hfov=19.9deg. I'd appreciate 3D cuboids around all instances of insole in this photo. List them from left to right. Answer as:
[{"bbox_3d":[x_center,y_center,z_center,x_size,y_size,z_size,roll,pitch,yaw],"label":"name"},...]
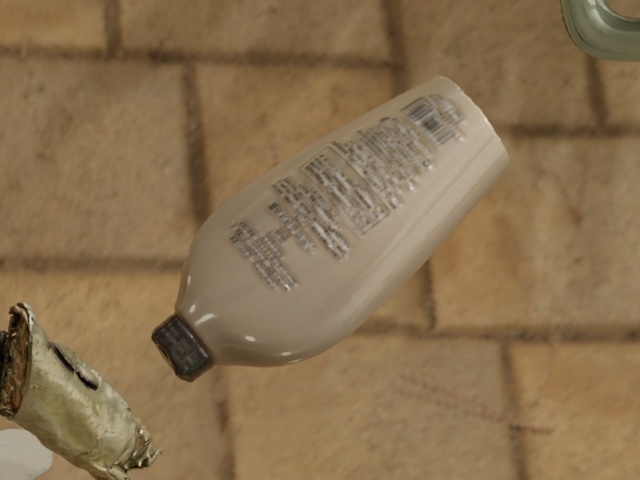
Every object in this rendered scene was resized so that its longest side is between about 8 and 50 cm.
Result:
[{"bbox_3d":[-0.266,0.195,1.544,0.065,0.197,0.004,13,104,-1],"label":"insole"}]

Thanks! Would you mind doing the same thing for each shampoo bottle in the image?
[{"bbox_3d":[0.000,0.000,1.175,0.257,0.078,0.127,-37,65,-8],"label":"shampoo bottle"}]

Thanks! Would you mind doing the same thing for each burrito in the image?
[{"bbox_3d":[-0.142,0.098,1.041,0.055,0.041,0.149,-53,131,-16],"label":"burrito"}]

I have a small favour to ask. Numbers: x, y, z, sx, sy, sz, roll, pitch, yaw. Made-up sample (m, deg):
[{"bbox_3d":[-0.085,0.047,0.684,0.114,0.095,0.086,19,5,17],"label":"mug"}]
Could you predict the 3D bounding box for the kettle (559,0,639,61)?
[{"bbox_3d":[0.236,-0.273,1.255,0.318,0.205,0.265,3,76,19],"label":"kettle"}]
